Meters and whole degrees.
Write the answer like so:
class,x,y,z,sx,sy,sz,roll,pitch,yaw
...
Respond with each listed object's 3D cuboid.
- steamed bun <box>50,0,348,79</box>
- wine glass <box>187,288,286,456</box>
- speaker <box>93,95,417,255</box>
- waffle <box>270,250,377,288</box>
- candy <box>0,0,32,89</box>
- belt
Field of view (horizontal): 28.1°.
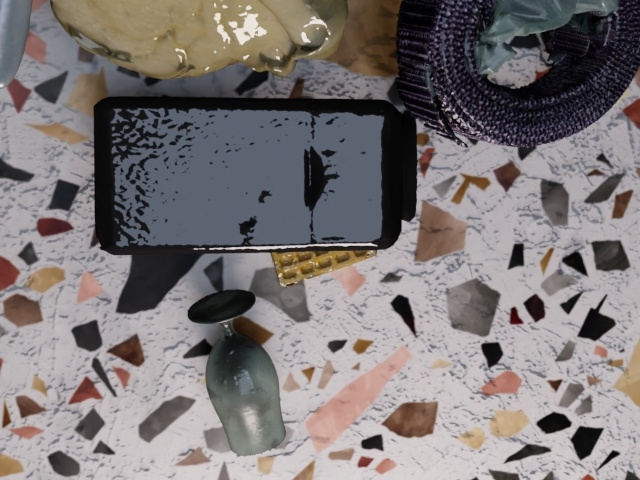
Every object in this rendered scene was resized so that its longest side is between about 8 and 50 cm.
class,x,y,z,sx,sy,sz,roll,pitch,yaw
steamed bun,-0.138,-0.327,1.337,0.372,0.230,0.324,11,147,12
wine glass,-0.101,0.170,1.616,0.093,0.093,0.202,-16,113,-10
speaker,-0.065,-0.080,1.516,0.389,0.184,0.180,0,96,-4
waffle,0.000,0.000,1.622,0.135,0.021,0.092,-21,113,-8
candy,-0.358,-0.245,1.349,0.071,0.174,0.138,2,110,-34
belt,0.245,-0.246,1.530,0.325,0.122,0.260,-13,107,-23
